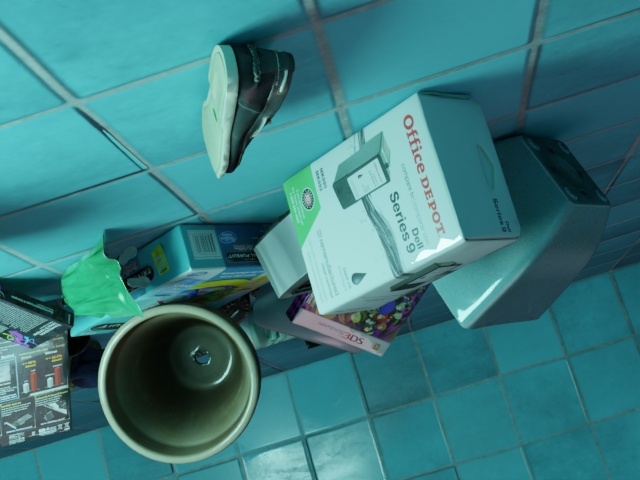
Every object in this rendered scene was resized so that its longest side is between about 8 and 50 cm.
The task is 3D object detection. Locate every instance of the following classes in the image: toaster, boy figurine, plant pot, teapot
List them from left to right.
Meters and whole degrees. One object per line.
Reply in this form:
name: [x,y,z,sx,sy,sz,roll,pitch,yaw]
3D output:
boy figurine: [-0.522,0.242,1.918,0.285,0.177,0.092,-1,125,1]
plant pot: [-0.221,0.217,1.672,0.263,0.263,0.229,-18,-175,6]
teapot: [-0.001,0.104,1.905,0.253,0.187,0.256,22,171,-39]
toaster: [0.000,0.000,1.544,0.186,0.110,0.168,-10,158,-43]
plant pot: [0.314,-0.035,1.599,0.247,0.247,0.252,-1,142,-49]

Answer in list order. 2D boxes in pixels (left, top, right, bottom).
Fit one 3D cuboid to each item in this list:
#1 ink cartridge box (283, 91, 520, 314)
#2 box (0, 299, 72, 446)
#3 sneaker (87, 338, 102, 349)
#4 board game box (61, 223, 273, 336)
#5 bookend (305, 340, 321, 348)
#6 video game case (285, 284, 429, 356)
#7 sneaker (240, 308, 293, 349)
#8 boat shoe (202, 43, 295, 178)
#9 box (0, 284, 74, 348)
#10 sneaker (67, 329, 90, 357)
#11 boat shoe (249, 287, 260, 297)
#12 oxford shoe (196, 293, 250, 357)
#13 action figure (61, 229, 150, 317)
ink cartridge box: [0.101,-0.045,1.332,0.122,0.211,0.289,-2,159,-42]
box: [-0.583,0.245,1.660,0.308,0.076,0.242,-11,122,-26]
sneaker: [-0.512,0.240,2.101,0.067,0.042,0.118,-20,169,-2]
board game box: [-0.235,0.069,1.666,0.336,0.079,0.254,-28,163,39]
bookend: [-0.014,0.162,2.148,0.072,0.156,0.157,-16,168,-3]
video game case: [0.084,0.077,1.734,0.210,0.042,0.232,24,106,-30]
sneaker: [-0.088,0.190,2.301,0.151,0.094,0.256,-15,178,17]
boat shoe: [-0.081,-0.130,1.037,0.079,0.084,0.233,-12,163,-17]
box: [-0.485,0.118,1.539,0.116,0.029,0.162,-26,139,34]
sneaker: [-0.568,0.212,1.801,0.283,0.107,0.124,-11,172,-23]
boat shoe: [-0.125,0.102,2.015,0.049,0.043,0.137,-17,168,-6]
oxford shoe: [-0.230,0.167,1.990,0.227,0.083,0.096,-34,-159,12]
action figure: [-0.342,0.068,1.501,0.063,0.137,0.232,-22,-178,-40]
